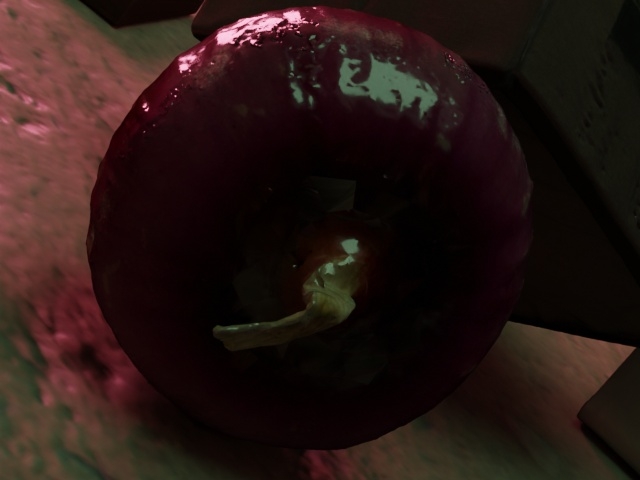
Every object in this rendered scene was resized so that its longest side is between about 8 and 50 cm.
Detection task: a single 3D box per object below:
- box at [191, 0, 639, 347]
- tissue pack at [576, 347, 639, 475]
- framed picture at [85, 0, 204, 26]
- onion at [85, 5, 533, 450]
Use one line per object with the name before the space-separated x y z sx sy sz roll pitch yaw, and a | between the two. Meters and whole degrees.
box | 0.093 -0.076 0.886 0.188 0.153 0.252 12 -25 36
tissue pack | 0.281 0.080 1.046 0.136 0.159 0.246 45 20 20
framed picture | -0.157 -0.194 1.129 0.168 0.023 0.128 39 20 7
onion | -0.002 -0.004 0.722 0.177 0.177 0.153 23 -6 -35
